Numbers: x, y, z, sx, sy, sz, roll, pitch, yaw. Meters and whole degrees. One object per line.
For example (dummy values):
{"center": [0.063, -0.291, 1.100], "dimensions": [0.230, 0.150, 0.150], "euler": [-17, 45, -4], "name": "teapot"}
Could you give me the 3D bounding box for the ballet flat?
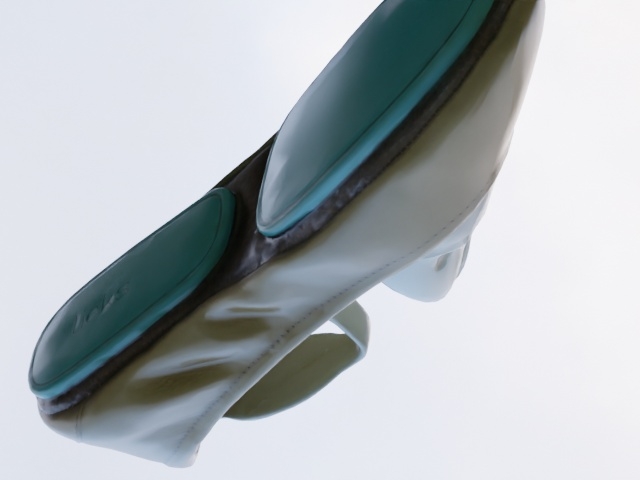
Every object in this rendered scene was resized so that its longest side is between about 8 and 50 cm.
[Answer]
{"center": [0.000, 0.000, 0.468], "dimensions": [0.073, 0.232, 0.080], "euler": [33, -137, -22], "name": "ballet flat"}
